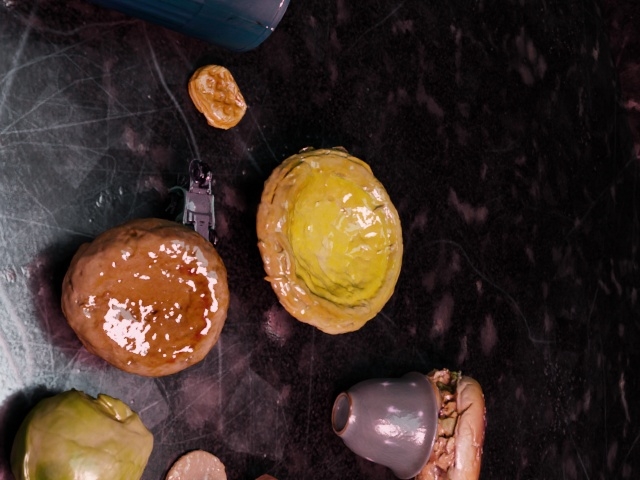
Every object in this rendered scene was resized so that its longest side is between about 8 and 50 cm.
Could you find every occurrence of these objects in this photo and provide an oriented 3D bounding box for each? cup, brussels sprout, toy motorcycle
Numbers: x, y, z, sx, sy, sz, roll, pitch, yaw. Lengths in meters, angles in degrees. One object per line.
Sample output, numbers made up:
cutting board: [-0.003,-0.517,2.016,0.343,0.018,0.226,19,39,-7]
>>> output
cup: [-0.216,-0.464,1.030,0.292,0.242,0.308,4,84,-42]
cup: [0.103,0.330,1.292,0.149,0.199,0.199,15,73,-20]
brussels sprout: [-0.312,0.286,0.913,0.183,0.131,0.146,41,36,-32]
toy motorcycle: [-0.203,-0.039,1.082,0.058,0.100,0.173,6,83,-45]

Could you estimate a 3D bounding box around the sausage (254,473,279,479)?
sausage: [0.005,0.541,1.209,0.419,0.094,0.094,50,24,-27]

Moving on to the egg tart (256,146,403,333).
egg tart: [0.000,0.000,1.248,0.345,0.132,0.346,8,79,-44]

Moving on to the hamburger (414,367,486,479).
hamburger: [0.251,0.385,1.391,0.286,0.146,0.243,-79,173,-53]

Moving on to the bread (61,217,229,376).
bread: [-0.238,0.073,0.978,0.229,0.123,0.230,-3,105,-12]

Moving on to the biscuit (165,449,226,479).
biscuit: [-0.194,0.388,1.086,0.120,0.015,0.120,8,79,-43]

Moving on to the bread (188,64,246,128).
bread: [-0.175,-0.241,1.175,0.083,0.044,0.111,-43,112,-35]
